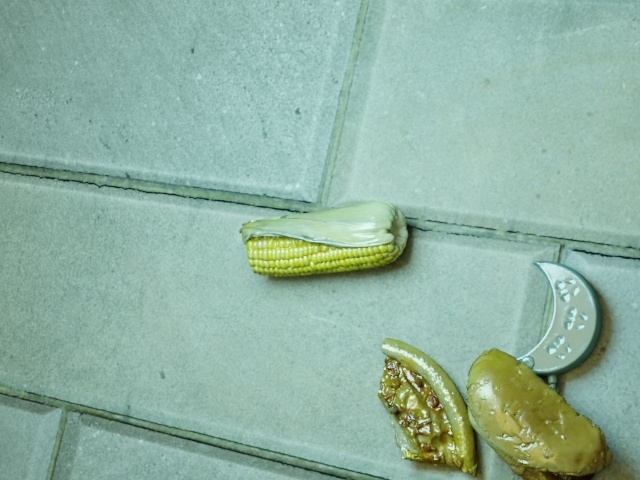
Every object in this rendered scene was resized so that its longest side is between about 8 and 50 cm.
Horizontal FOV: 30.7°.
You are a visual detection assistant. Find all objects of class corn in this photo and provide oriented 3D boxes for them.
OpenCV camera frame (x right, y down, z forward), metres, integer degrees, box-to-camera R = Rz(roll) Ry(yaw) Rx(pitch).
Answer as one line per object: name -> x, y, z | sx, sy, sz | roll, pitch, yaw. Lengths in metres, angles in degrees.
corn -> 0.000, -0.005, 2.021 | 0.305, 0.122, 0.123 | -5, 41, 23

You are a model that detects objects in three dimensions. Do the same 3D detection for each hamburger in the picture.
hamburger -> 0.317, 0.284, 1.797 | 0.262, 0.131, 0.124 | 43, 135, 27

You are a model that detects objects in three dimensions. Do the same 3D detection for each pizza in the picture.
pizza -> 0.171, 0.278, 1.920 | 0.134, 0.056, 0.271 | -25, 68, 9

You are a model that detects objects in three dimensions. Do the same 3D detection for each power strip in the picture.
power strip -> 0.377, 0.144, 1.863 | 0.137, 0.044, 0.215 | 13, 83, 25
